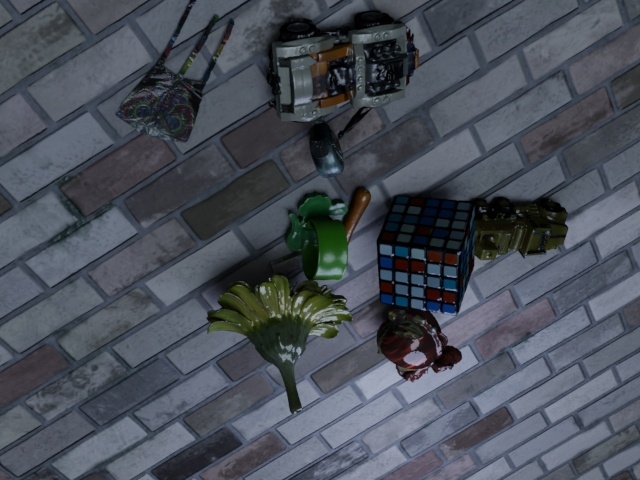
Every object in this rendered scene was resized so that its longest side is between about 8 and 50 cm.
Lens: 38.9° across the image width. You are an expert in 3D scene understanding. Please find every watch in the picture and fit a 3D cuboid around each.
[{"bbox_3d":[0.000,0.000,1.927,0.131,0.152,0.165,2,124,-18],"label":"watch"}]

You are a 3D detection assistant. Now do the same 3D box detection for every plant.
[{"bbox_3d":[-0.076,0.205,1.978,0.305,0.261,0.297,-16,94,4],"label":"plant"}]

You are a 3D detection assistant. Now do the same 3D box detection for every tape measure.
[{"bbox_3d":[0.062,-0.203,1.833,0.179,0.104,0.107,-26,125,0],"label":"tape measure"}]

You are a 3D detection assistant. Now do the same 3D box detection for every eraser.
[{"bbox_3d":[-0.068,0.051,2.020,0.083,0.019,0.038,-22,127,-5],"label":"eraser"}]

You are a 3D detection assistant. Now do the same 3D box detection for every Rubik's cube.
[{"bbox_3d":[0.233,0.030,1.972,0.184,0.182,0.187,6,129,18],"label":"Rubik's cube"}]

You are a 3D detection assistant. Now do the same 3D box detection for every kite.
[{"bbox_3d":[-0.261,-0.312,1.696,0.152,0.015,0.285,18,116,-30],"label":"kite"}]

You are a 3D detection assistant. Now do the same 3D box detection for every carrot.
[{"bbox_3d":[0.065,-0.034,2.002,0.037,0.037,0.190,8,124,-24],"label":"carrot"}]

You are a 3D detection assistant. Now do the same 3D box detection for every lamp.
[{"bbox_3d":[0.216,0.252,2.178,0.151,0.215,0.223,-34,100,-34],"label":"lamp"}]

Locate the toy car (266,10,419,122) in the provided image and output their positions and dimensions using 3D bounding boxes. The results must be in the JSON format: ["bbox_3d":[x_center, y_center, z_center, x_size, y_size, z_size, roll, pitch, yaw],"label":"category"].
[{"bbox_3d":[0.046,-0.333,1.733,0.301,0.118,0.193,-11,124,-14],"label":"toy car"}]

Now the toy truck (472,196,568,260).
[{"bbox_3d":[0.455,-0.019,2.097,0.257,0.127,0.127,-4,124,-22],"label":"toy truck"}]
